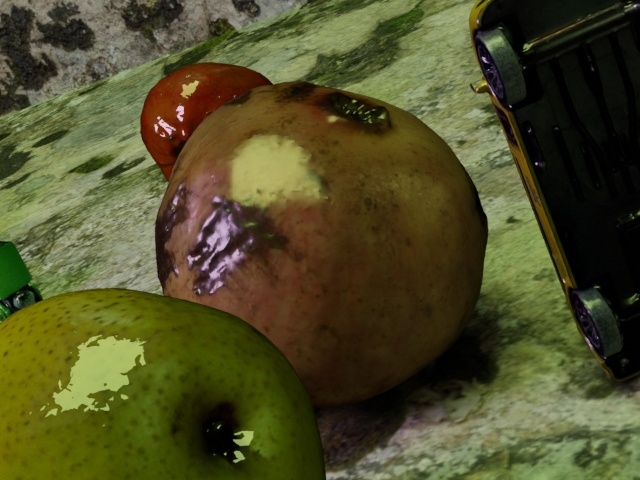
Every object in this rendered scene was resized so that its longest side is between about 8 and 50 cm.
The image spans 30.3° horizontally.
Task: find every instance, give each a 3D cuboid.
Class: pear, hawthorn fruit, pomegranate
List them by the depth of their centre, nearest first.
[{"bbox_3d":[-0.124,0.168,0.796,0.294,0.294,0.294,-21,21,8],"label":"pear"},{"bbox_3d":[0.000,0.000,1.083,0.322,0.322,0.322,-21,21,8],"label":"pomegranate"},{"bbox_3d":[-0.139,-0.178,1.816,0.211,0.211,0.299,-8,13,35],"label":"hawthorn fruit"}]

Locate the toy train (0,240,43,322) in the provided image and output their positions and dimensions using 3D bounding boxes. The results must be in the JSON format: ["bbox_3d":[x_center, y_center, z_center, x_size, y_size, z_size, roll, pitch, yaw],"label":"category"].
[{"bbox_3d":[-0.492,0.058,1.707,0.085,0.119,0.251,-39,26,-33],"label":"toy train"}]

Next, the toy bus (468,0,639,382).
[{"bbox_3d":[0.221,-0.065,0.939,0.145,0.331,0.151,-23,17,0],"label":"toy bus"}]
